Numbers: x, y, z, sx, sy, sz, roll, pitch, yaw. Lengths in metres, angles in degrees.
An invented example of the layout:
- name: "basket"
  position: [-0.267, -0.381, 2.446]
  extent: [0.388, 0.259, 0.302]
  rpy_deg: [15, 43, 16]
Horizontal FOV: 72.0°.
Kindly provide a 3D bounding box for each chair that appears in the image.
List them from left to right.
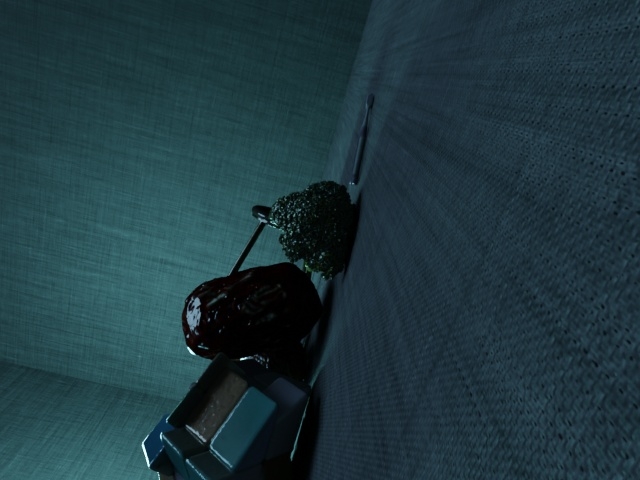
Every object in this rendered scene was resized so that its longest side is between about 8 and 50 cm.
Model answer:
- name: "chair"
  position: [-0.174, 0.103, 1.683]
  extent: [0.362, 0.364, 0.410]
  rpy_deg: [-104, 34, -80]

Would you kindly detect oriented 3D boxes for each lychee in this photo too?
- name: "lychee"
  position: [-0.128, 0.365, 1.295]
  extent: [0.194, 0.194, 0.195]
  rpy_deg: [-165, 90, -85]

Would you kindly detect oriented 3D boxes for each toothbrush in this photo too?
- name: "toothbrush"
  position: [0.127, -0.311, 1.339]
  extent: [0.029, 0.024, 0.354]
  rpy_deg: [103, 179, -63]

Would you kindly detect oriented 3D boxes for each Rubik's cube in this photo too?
- name: "Rubik's cube"
  position: [-0.197, 0.455, 1.021]
  extent: [0.368, 0.358, 0.388]
  rpy_deg: [10, -83, -53]

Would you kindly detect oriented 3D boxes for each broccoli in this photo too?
- name: "broccoli"
  position: [-0.012, -0.019, 1.229]
  extent: [0.361, 0.221, 0.252]
  rpy_deg: [149, 100, -83]

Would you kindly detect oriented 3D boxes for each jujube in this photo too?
- name: "jujube"
  position: [-0.181, 0.186, 1.201]
  extent: [0.258, 0.376, 0.259]
  rpy_deg: [174, 90, -65]

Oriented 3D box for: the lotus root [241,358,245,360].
- name: "lotus root"
  position: [-0.191, 0.341, 1.462]
  extent: [0.193, 0.193, 0.291]
  rpy_deg: [-89, -24, -69]
